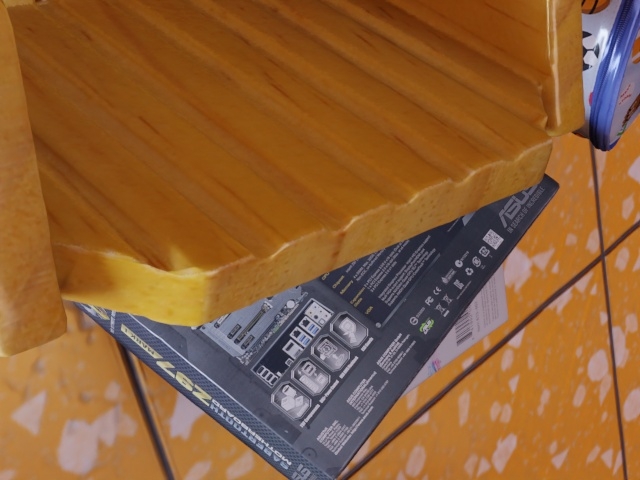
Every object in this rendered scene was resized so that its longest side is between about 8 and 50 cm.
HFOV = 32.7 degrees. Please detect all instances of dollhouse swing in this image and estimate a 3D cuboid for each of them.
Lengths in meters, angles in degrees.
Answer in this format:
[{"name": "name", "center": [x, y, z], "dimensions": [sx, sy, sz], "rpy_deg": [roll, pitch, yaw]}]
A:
[{"name": "dollhouse swing", "center": [-0.048, -0.199, 0.459], "dimensions": [0.347, 0.315, 0.305], "rpy_deg": [-21, 136, -40]}]

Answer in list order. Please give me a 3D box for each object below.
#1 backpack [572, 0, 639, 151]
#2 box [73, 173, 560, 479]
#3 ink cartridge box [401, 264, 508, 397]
[{"name": "backpack", "center": [0.209, -0.194, 0.752], "dimensions": [0.276, 0.213, 0.263], "rpy_deg": [-5, 122, -64]}, {"name": "box", "center": [0.000, 0.000, 0.632], "dimensions": [0.233, 0.183, 0.059], "rpy_deg": [-49, 173, -25]}, {"name": "ink cartridge box", "center": [0.046, 0.031, 0.758], "dimensions": [0.175, 0.072, 0.127], "rpy_deg": [-29, 121, -37]}]
